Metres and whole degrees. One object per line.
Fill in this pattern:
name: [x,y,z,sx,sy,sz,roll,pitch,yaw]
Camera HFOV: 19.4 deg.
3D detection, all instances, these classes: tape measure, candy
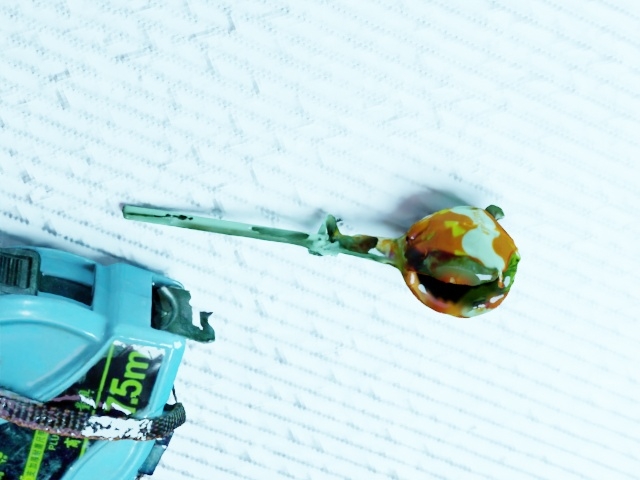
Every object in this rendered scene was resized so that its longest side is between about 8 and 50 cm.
tape measure: [-0.132,0.068,0.874,0.146,0.081,0.125,15,121,-13]
candy: [0.000,0.000,0.863,0.184,0.049,0.055,9,118,1]
